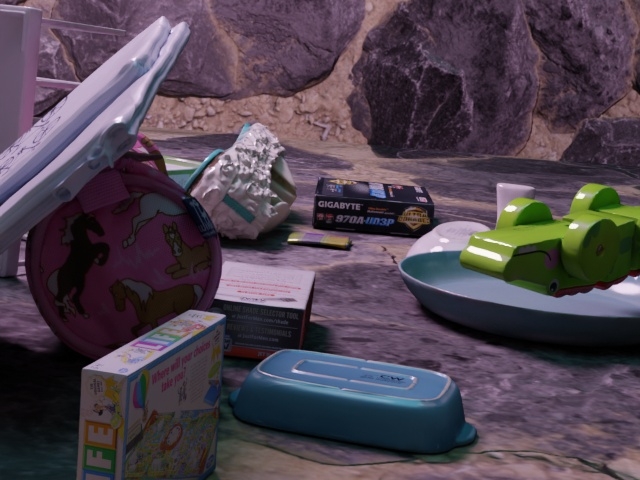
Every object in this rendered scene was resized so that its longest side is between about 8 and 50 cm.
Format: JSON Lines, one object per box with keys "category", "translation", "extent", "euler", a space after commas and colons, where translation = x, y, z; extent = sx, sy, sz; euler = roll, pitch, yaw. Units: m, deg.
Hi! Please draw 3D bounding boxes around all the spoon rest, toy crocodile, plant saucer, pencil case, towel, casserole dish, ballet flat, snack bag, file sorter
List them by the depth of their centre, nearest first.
{"category": "casserole dish", "translation": [0.024, 0.115, 0.909], "extent": [0.188, 0.037, 0.114], "euler": [9, 11, 14]}
{"category": "snack bag", "translation": [-0.245, -0.039, 0.947], "extent": [0.323, 0.037, 0.342], "euler": [-37, 17, 14]}
{"category": "pencil case", "translation": [-0.193, -0.014, 1.120], "extent": [0.160, 0.167, 0.386], "euler": [34, 1, -16]}
{"category": "toy crocodile", "translation": [0.280, 0.008, 1.267], "extent": [0.341, 0.105, 0.115], "euler": [-10, 18, -42]}
{"category": "plant saucer", "translation": [0.240, 0.061, 1.310], "extent": [0.318, 0.043, 0.317], "euler": [5, 9, -1]}
{"category": "file sorter", "translation": [-0.342, -0.116, 1.363], "extent": [0.193, 0.277, 0.173], "euler": [12, 8, 33]}
{"category": "spoon rest", "translation": [0.207, 0.005, 1.568], "extent": [0.137, 0.084, 0.276], "euler": [9, 24, 28]}
{"category": "towel", "translation": [0.000, 0.000, 1.626], "extent": [0.083, 0.009, 0.060], "euler": [5, 11, 5]}
{"category": "ballet flat", "translation": [-0.102, -0.071, 1.732], "extent": [0.147, 0.147, 0.409], "euler": [6, 13, 4]}

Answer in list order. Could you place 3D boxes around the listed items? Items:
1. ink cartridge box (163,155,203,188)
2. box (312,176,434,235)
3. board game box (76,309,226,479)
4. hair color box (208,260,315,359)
{"category": "ink cartridge box", "translation": [-0.255, -0.086, 1.831], "extent": [0.109, 0.062, 0.209], "euler": [10, 11, 27]}
{"category": "box", "translation": [0.078, -0.053, 1.843], "extent": [0.175, 0.051, 0.220], "euler": [5, 9, 1]}
{"category": "board game box", "translation": [-0.095, 0.106, 0.704], "extent": [0.026, 0.103, 0.154], "euler": [8, 10, 14]}
{"category": "hair color box", "translation": [-0.056, 0.063, 1.118], "extent": [0.093, 0.053, 0.167], "euler": [7, 9, 2]}
